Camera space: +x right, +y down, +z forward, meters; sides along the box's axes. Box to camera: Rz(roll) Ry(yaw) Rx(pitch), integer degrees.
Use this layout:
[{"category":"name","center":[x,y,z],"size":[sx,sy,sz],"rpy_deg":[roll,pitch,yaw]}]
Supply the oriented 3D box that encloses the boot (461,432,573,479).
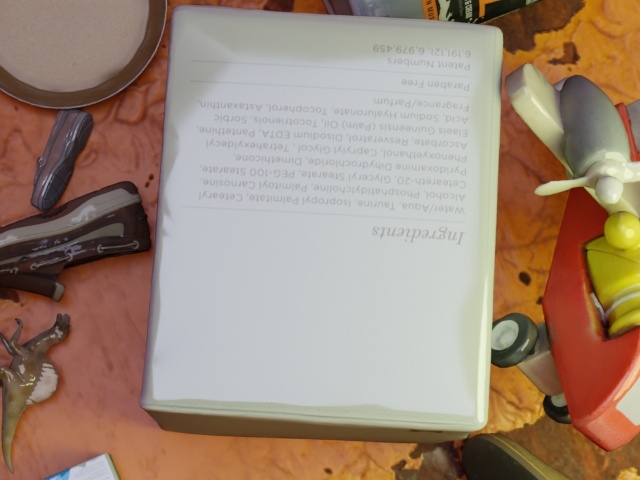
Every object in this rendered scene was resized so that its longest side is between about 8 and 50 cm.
[{"category":"boot","center":[0.287,0.305,1.756],"size":[0.305,0.112,0.115],"rpy_deg":[41,51,8]}]

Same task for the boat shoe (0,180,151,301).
[{"category":"boat shoe","center":[-0.306,0.023,1.761],"size":[0.258,0.095,0.095],"rpy_deg":[-22,88,-6]}]

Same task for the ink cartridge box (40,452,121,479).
[{"category":"ink cartridge box","center":[-0.244,0.301,1.737],"size":[0.089,0.052,0.122],"rpy_deg":[-23,81,-6]}]

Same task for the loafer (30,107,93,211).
[{"category":"loafer","center":[-0.296,-0.091,1.808],"size":[0.039,0.045,0.125],"rpy_deg":[19,73,18]}]

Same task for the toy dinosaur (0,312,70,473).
[{"category":"toy dinosaur","center":[-0.333,0.153,1.757],"size":[0.093,0.053,0.183],"rpy_deg":[22,80,0]}]

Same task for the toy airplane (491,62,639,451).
[{"category":"toy airplane","center":[0.342,-0.012,1.662],"size":[0.386,0.272,0.384],"rpy_deg":[-16,93,-50]}]

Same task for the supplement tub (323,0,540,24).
[{"category":"supplement tub","center":[0.156,-0.333,1.790],"size":[0.316,0.193,0.193],"rpy_deg":[-22,82,-6]}]

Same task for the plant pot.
[{"category":"plant pot","center":[-0.290,-0.264,1.826],"size":[0.236,0.032,0.236],"rpy_deg":[0,89,-1]}]

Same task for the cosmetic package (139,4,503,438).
[{"category":"cosmetic package","center":[0.000,0.000,1.658],"size":[0.328,0.329,0.393],"rpy_deg":[4,80,-2]}]
